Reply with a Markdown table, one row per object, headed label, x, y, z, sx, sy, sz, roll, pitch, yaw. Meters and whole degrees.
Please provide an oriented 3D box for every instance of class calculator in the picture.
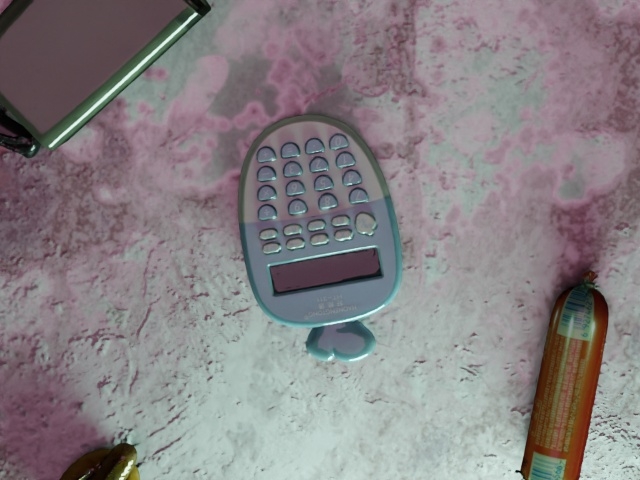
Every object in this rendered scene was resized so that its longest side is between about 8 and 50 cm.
| label | x | y | z | sx | sy | sz | roll | pitch | yaw |
| --- | --- | --- | --- | --- | --- | --- | --- | --- | --- |
| calculator | 0.000 | 0.000 | 1.785 | 0.188 | 0.042 | 0.303 | -10 | 100 | 3 |

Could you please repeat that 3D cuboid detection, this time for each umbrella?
| label | x | y | z | sx | sy | sz | roll | pitch | yaw |
| --- | --- | --- | --- | --- | --- | --- | --- | --- | --- |
| umbrella | -0.442 | -0.173 | 1.769 | 0.250 | 0.053 | 0.052 | 31 | 108 | -5 |

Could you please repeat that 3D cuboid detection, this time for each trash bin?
| label | x | y | z | sx | sy | sz | roll | pitch | yaw |
| --- | --- | --- | --- | --- | --- | --- | --- | --- | --- |
| trash bin | -0.268 | -0.239 | 1.715 | 0.240 | 0.122 | 0.164 | -44 | 97 | 11 |

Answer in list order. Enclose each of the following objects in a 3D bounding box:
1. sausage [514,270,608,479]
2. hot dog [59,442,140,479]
| label | x | y | z | sx | sy | sz | roll | pitch | yaw |
| --- | --- | --- | --- | --- | --- | --- | --- | --- | --- |
| sausage | 0.298 | 0.164 | 1.785 | 0.083 | 0.083 | 0.264 | 10 | 99 | 1 |
| hot dog | -0.272 | 0.306 | 1.848 | 0.140 | 0.060 | 0.090 | -39 | 101 | 5 |
